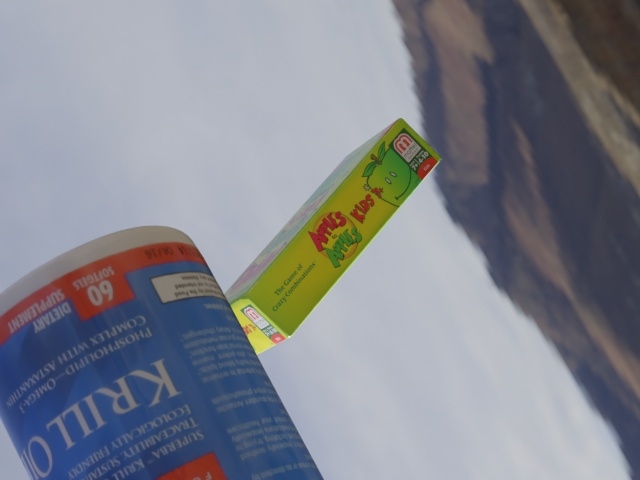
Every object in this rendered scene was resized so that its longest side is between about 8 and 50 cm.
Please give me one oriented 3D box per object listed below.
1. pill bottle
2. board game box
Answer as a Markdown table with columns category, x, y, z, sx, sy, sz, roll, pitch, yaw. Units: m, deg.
| category | x | y | z | sx | sy | sz | roll | pitch | yaw |
| --- | --- | --- | --- | --- | --- | --- | --- | --- | --- |
| pill bottle | -0.066 | 0.114 | 0.805 | 0.221 | 0.124 | 0.124 | 59 | -172 | 17 |
| board game box | 0.000 | 0.000 | 1.194 | 0.043 | 0.181 | 0.092 | 45 | 152 | -7 |
